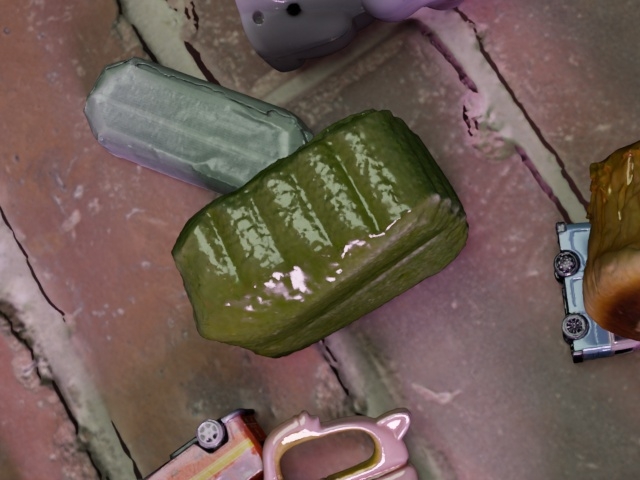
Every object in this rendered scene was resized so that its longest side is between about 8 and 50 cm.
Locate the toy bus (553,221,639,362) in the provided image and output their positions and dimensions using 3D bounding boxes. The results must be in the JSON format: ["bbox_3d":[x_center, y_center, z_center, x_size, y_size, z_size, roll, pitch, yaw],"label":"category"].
[{"bbox_3d":[0.249,0.043,1.302,0.075,0.060,0.123,-7,77,9],"label":"toy bus"}]

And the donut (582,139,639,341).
[{"bbox_3d":[0.362,-0.002,1.160,0.330,0.330,0.160,-6,66,13],"label":"donut"}]

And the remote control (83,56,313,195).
[{"bbox_3d":[-0.123,-0.110,1.444,0.247,0.052,0.104,19,84,16],"label":"remote control"}]

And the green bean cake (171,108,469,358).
[{"bbox_3d":[0.000,0.000,1.294,0.248,0.222,0.125,-32,74,8],"label":"green bean cake"}]

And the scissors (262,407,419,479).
[{"bbox_3d":[-0.053,0.249,1.305,0.318,0.024,0.160,-21,102,-1],"label":"scissors"}]

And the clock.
[{"bbox_3d":[0.056,-0.273,1.370,0.254,0.189,0.188,-9,75,14],"label":"clock"}]

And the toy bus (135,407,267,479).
[{"bbox_3d":[-0.122,0.228,1.349,0.174,0.079,0.077,-37,80,4],"label":"toy bus"}]
